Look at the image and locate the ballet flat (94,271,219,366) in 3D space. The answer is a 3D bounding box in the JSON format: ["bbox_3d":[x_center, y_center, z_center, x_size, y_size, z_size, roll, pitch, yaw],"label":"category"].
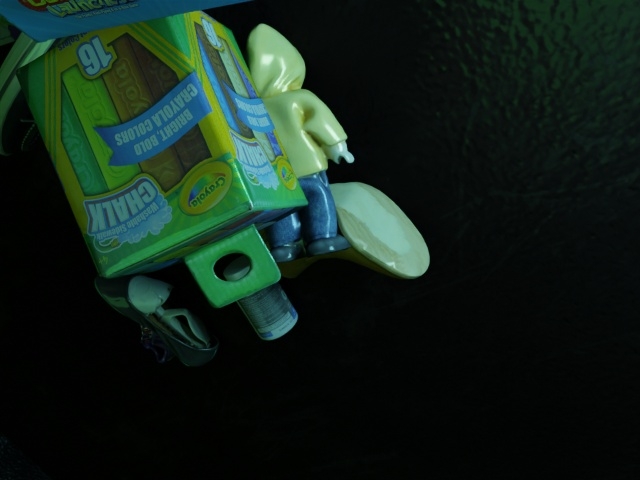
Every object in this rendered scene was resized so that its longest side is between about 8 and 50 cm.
[{"bbox_3d":[-0.305,0.135,1.190,0.096,0.095,0.280,-31,115,33],"label":"ballet flat"}]

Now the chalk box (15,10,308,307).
[{"bbox_3d":[-0.141,-0.071,0.637,0.180,0.179,0.289,-25,87,16],"label":"chalk box"}]

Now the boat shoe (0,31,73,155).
[{"bbox_3d":[-0.291,-0.243,0.790,0.156,0.186,0.500,37,129,-27],"label":"boat shoe"}]

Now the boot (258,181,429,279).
[{"bbox_3d":[-0.001,0.000,0.888,0.295,0.104,0.211,36,141,8],"label":"boot"}]

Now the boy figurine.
[{"bbox_3d":[-0.051,-0.115,0.748,0.177,0.092,0.285,-14,90,23],"label":"boy figurine"}]

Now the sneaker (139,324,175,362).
[{"bbox_3d":[-0.347,0.182,1.259,0.068,0.071,0.170,-8,119,36],"label":"sneaker"}]

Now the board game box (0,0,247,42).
[{"bbox_3d":[-0.125,-0.342,0.517,0.302,0.308,0.086,-1,161,23],"label":"board game box"}]

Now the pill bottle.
[{"bbox_3d":[-0.102,0.093,1.028,0.078,0.078,0.137,-11,118,37],"label":"pill bottle"}]

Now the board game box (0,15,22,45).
[{"bbox_3d":[-0.535,-0.387,0.845,0.275,0.144,0.142,30,136,20],"label":"board game box"}]
